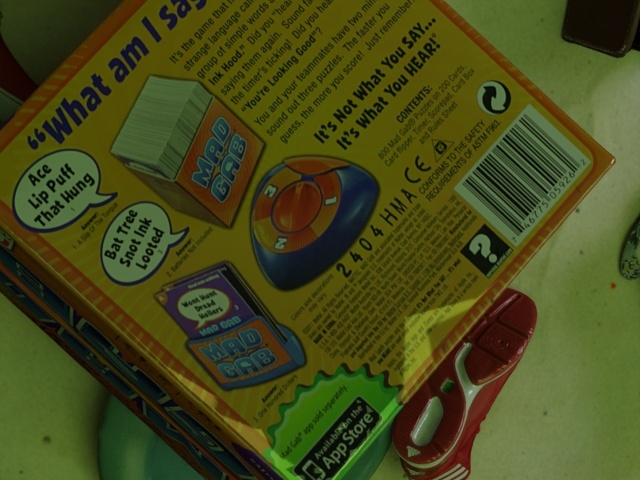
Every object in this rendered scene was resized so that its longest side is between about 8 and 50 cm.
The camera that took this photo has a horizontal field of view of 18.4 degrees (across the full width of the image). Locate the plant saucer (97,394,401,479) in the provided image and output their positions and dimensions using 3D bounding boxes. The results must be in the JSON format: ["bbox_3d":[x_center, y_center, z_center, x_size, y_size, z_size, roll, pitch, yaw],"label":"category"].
[{"bbox_3d":[-0.055,0.181,1.878,0.317,0.044,0.317,-13,125,-19],"label":"plant saucer"}]

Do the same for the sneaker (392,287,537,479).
[{"bbox_3d":[0.142,0.156,1.989,0.221,0.087,0.128,-49,158,-23],"label":"sneaker"}]

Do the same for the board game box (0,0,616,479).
[{"bbox_3d":[-0.052,-0.029,1.608,0.356,0.356,0.356,43,77,-3],"label":"board game box"}]

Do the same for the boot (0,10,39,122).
[{"bbox_3d":[-0.286,-0.220,1.698,0.244,0.088,0.176,42,85,-22],"label":"boot"}]

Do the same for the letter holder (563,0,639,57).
[{"bbox_3d":[0.366,-0.312,1.856,0.152,0.214,0.302,3,104,-23],"label":"letter holder"}]

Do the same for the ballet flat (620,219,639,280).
[{"bbox_3d":[0.344,-0.009,2.030,0.041,0.041,0.114,23,96,-25],"label":"ballet flat"}]
